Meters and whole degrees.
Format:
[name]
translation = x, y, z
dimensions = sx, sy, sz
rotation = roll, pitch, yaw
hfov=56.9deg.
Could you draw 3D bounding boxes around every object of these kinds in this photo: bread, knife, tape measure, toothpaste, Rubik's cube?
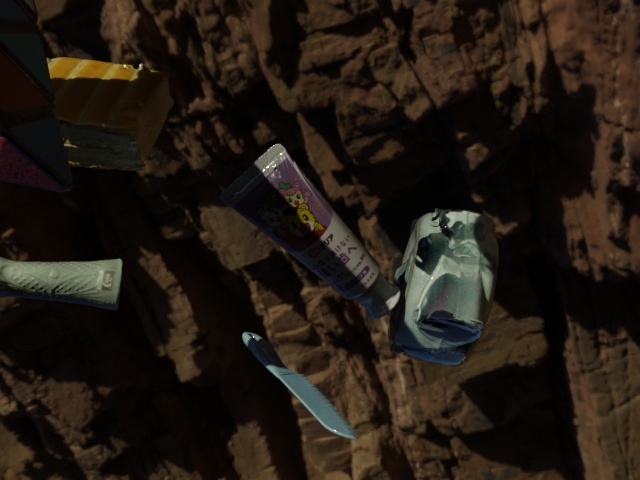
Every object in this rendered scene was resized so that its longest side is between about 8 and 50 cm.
[bread]
translation = -0.406, -0.235, 1.061
dimensions = 0.246, 0.240, 0.110
rotation = -88, 6, -48
[knife]
translation = -0.039, 0.193, 0.819
dimensions = 0.313, 0.045, 0.019
rotation = 29, 112, 57
[tape measure]
translation = 0.200, 0.075, 0.991
dimensions = 0.275, 0.147, 0.256
rotation = 98, -174, -60
[toothpaste]
translation = 0.000, 0.000, 0.859
dimensions = 0.299, 0.114, 0.073
rotation = 44, -166, -22
[Rubik's cube]
translation = -0.327, -0.153, 0.466
dimensions = 0.250, 0.284, 0.234
rotation = 45, 167, 11

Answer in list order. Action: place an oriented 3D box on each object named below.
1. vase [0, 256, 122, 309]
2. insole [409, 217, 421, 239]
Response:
[vase]
translation = -0.473, 0.072, 1.050
dimensions = 0.096, 0.220, 0.096
rotation = -175, 90, -67
[insole]
translation = 0.203, 0.022, 1.246
dimensions = 0.002, 0.053, 0.152
rotation = 21, -116, -32
